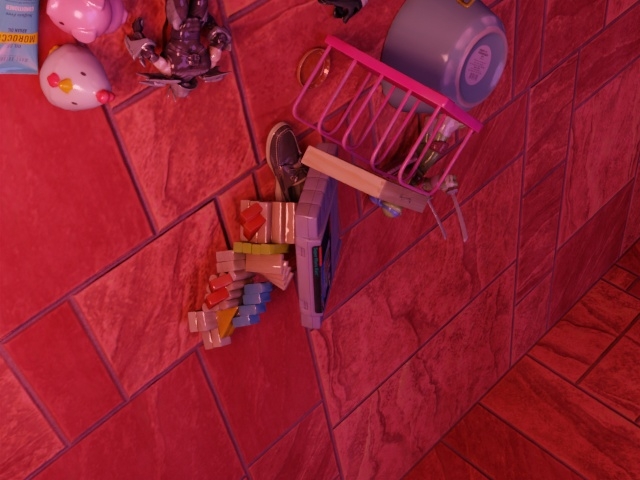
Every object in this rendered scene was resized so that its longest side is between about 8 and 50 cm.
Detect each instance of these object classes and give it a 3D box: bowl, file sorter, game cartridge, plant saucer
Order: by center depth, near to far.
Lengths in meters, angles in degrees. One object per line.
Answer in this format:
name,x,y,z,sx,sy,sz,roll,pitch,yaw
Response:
file sorter,0.123,-0.236,1.527,0.182,0.291,0.202,-59,152,10
plant saucer,-0.015,-0.338,1.534,0.083,0.013,0.083,-30,138,-32
game cartridge,0.000,0.000,1.655,0.355,0.068,0.230,88,9,-48
bowl,0.295,-0.403,1.724,0.312,0.163,0.311,-31,138,-32

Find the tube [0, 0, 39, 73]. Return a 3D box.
tube,-0.411,-0.321,1.053,0.080,0.052,0.207,-5,127,-35

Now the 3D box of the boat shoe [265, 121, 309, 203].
boat shoe,-0.055,-0.138,1.591,0.080,0.073,0.223,-36,141,-28

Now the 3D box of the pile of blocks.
pile of blocks,-0.156,0.078,1.561,0.113,0.149,0.362,-6,123,-63

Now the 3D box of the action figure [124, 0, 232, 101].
action figure,-0.211,-0.349,1.229,0.185,0.099,0.285,-26,139,-46

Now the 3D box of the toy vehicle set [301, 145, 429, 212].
toy vehicle set,0.093,-0.114,1.501,0.267,0.166,0.035,9,107,-65

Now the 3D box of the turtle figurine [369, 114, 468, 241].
turtle figurine,0.278,-0.148,1.856,0.266,0.275,0.198,-67,161,-1

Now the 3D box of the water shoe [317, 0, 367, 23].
water shoe,0.021,-0.469,1.423,0.080,0.073,0.203,-53,144,2

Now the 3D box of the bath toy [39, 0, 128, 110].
bath toy,-0.314,-0.337,1.081,0.151,0.129,0.348,-8,123,-47

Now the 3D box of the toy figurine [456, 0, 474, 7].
toy figurine,0.359,-0.604,1.628,0.362,0.191,0.217,-60,151,2
